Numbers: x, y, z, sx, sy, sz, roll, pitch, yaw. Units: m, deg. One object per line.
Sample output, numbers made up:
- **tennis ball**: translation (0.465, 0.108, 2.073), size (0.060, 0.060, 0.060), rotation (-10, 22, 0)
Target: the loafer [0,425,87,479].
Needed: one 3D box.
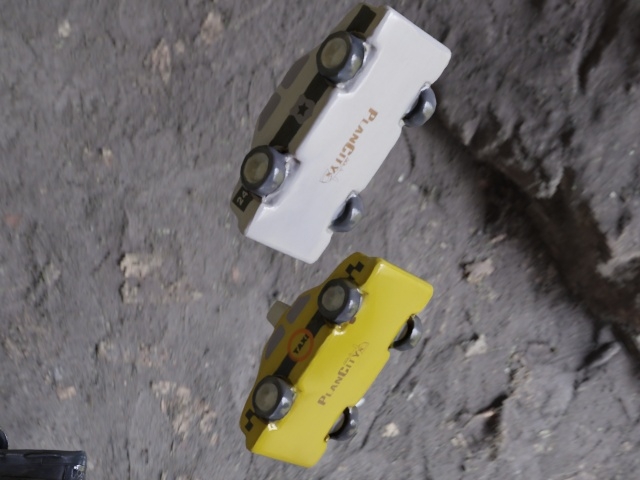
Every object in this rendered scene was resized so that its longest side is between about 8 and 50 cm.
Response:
- **loafer**: translation (-0.315, 0.207, 1.101), size (0.223, 0.076, 0.078), rotation (8, 72, 18)

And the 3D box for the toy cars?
- **toy cars**: translation (0.000, 0.000, 0.915), size (0.176, 0.394, 0.087), rotation (-20, 40, -28)
